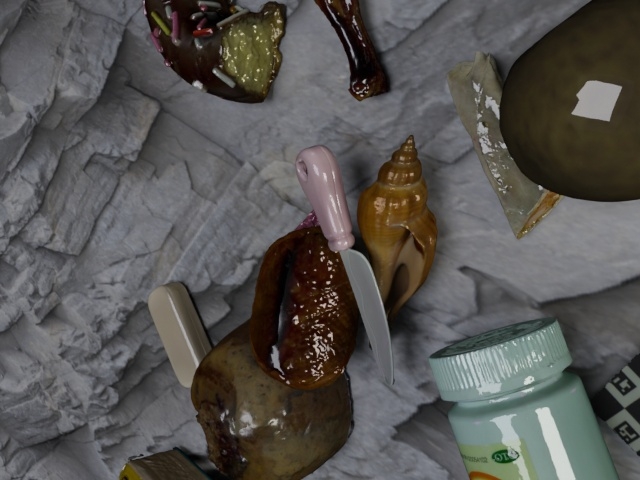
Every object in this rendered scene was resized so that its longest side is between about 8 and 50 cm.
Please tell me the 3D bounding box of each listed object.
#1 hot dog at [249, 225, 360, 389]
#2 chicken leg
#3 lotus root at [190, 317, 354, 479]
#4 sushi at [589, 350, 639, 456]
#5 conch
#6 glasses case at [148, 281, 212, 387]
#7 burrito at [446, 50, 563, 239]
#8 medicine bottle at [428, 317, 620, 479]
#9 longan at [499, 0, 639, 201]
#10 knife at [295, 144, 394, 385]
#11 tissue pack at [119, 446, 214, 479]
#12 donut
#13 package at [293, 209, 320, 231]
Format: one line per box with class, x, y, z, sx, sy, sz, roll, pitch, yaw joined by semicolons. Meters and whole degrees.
hot dog;-0.018;0.092;0.886;0.161;0.099;0.226;14;86;0
chicken leg;0.036;-0.390;0.819;0.158;0.096;0.406;5;103;18
lotus root;-0.101;0.254;0.973;0.272;0.192;0.272;14;113;38
sushi;0.416;0.187;0.631;0.215;0.050;0.192;47;138;27
conch;0.102;0.013;0.837;0.109;0.093;0.330;14;127;18
glasses case;-0.255;0.173;1.152;0.083;0.050;0.196;-33;76;39
burrito;0.216;-0.119;0.733;0.087;0.060;0.226;-33;78;42
medicine bottle;0.248;0.260;0.706;0.158;0.158;0.318;-25;81;38
longan;0.280;-0.133;0.603;0.212;0.198;0.198;-13;89;24
knife;0.049;0.033;0.819;0.081;0.043;0.335;-20;92;66
tissue pack;-0.249;0.524;1.125;0.271;0.134;0.192;18;109;46
donut;-0.162;-0.399;0.941;0.259;0.136;0.345;28;112;28
package;0.000;0.000;0.939;0.059;0.029;0.083;-44;81;29
